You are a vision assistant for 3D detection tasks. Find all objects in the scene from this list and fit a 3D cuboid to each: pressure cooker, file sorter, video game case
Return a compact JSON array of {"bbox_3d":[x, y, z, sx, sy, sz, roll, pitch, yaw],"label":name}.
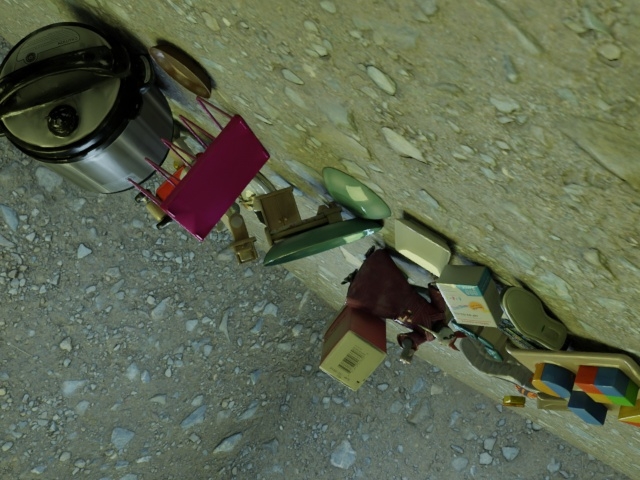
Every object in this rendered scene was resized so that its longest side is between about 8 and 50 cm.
[{"bbox_3d":[-0.598,-0.339,1.690,0.376,0.369,0.420,29,173,14],"label":"pressure cooker"},{"bbox_3d":[-0.315,-0.190,1.702,0.182,0.290,0.202,34,171,27],"label":"file sorter"},{"bbox_3d":[0.350,0.205,2.175,0.196,0.026,0.274,38,170,-17],"label":"video game case"}]

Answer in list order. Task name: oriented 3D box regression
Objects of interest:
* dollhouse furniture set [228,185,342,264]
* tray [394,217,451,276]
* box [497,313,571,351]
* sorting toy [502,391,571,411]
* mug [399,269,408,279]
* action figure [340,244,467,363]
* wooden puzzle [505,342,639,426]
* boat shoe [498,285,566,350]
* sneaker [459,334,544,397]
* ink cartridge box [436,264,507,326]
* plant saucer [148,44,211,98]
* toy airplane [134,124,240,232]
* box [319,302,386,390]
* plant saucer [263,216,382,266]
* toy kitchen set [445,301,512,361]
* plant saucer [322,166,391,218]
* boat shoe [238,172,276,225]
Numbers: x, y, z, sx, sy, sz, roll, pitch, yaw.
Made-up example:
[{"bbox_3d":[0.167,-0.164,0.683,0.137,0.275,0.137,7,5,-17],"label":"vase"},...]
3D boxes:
[{"bbox_3d":[-0.116,-0.069,1.763,0.355,0.304,0.173,114,137,-83],"label":"dollhouse furniture set"},{"bbox_3d":[0.242,0.015,1.561,0.145,0.030,0.270,32,170,14],"label":"tray"},{"bbox_3d":[0.490,0.210,1.633,0.191,0.045,0.184,35,168,1],"label":"box"},{"bbox_3d":[0.670,0.448,1.872,0.308,0.041,0.229,0,160,18],"label":"sorting toy"},{"bbox_3d":[0.204,0.132,2.081,0.158,0.097,0.129,37,171,-12],"label":"mug"},{"bbox_3d":[0.233,0.198,1.854,0.370,0.248,0.275,37,172,6],"label":"action figure"},{"bbox_3d":[0.639,0.354,1.537,0.322,0.080,0.348,38,159,-27],"label":"wooden puzzle"},{"bbox_3d":[0.446,0.168,1.445,0.233,0.084,0.079,38,171,-35],"label":"boat shoe"},{"bbox_3d":[0.578,0.399,2.031,0.321,0.124,0.180,29,168,34],"label":"sneaker"},{"bbox_3d":[0.348,0.138,1.507,0.104,0.061,0.181,2,137,41],"label":"ink cartridge box"},{"bbox_3d":[-0.308,-0.383,1.490,0.169,0.029,0.168,34,170,7],"label":"plant saucer"},{"bbox_3d":[-0.408,-0.212,2.172,0.385,0.272,0.385,18,127,30],"label":"toy airplane"},{"bbox_3d":[0.094,0.280,1.855,0.127,0.148,0.232,34,-161,-8],"label":"box"},{"bbox_3d":[0.000,0.000,1.693,0.317,0.318,0.043,127,124,-81],"label":"plant saucer"},{"bbox_3d":[0.431,0.280,1.955,0.207,0.122,0.166,28,169,37],"label":"toy kitchen set"},{"bbox_3d":[0.075,-0.098,1.557,0.195,0.037,0.195,34,172,6],"label":"plant saucer"},{"bbox_3d":[-0.206,-0.142,2.128,0.113,0.103,0.302,27,168,40],"label":"boat shoe"}]
